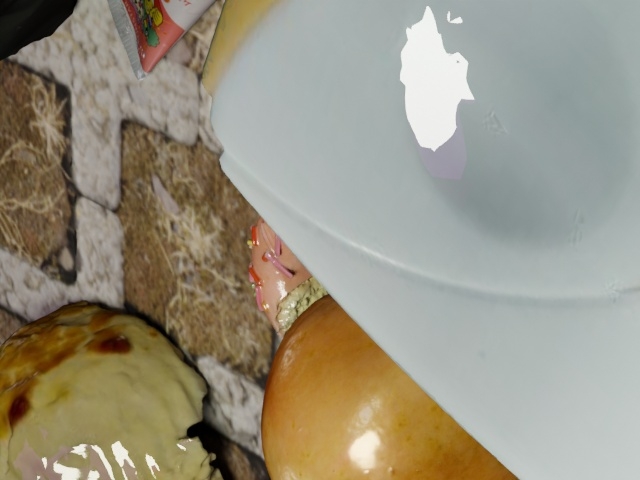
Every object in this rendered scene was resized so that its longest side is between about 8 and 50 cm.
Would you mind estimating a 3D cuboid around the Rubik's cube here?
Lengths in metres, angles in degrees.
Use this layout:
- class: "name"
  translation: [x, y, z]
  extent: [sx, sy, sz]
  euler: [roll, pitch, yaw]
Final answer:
- class: "Rubik's cube"
  translation: [0.197, -0.104, 0.887]
  extent: [0.347, 0.351, 0.352]
  euler: [47, 132, 22]

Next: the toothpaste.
- class: "toothpaste"
  translation: [-0.099, -0.197, 1.392]
  extent: [0.234, 0.057, 0.089]
  euler: [-31, 78, 58]

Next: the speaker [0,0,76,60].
- class: "speaker"
  translation: [-0.289, -0.305, 1.437]
  extent: [0.180, 0.184, 0.388]
  euler: [-40, 74, 47]

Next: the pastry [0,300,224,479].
- class: "pastry"
  translation: [-0.214, 0.184, 1.587]
  extent: [0.237, 0.170, 0.256]
  euler: [48, 130, 17]

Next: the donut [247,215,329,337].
- class: "donut"
  translation: [0.000, 0.000, 1.357]
  extent: [0.166, 0.065, 0.117]
  euler: [-38, 79, 46]

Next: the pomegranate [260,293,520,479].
- class: "pomegranate"
  translation: [0.061, 0.122, 1.247]
  extent: [0.209, 0.209, 0.209]
  euler: [21, 121, 40]
